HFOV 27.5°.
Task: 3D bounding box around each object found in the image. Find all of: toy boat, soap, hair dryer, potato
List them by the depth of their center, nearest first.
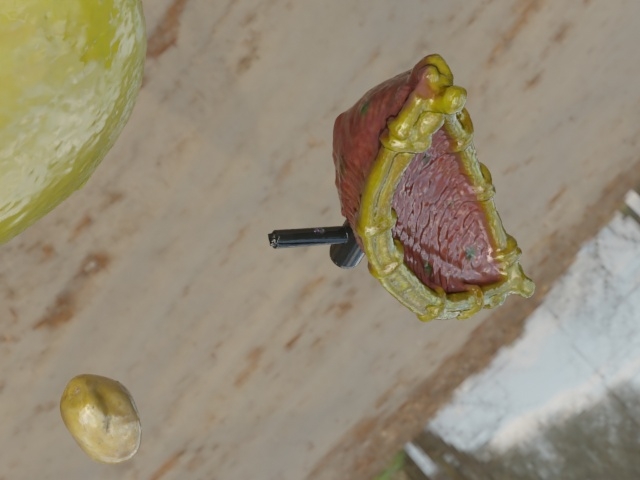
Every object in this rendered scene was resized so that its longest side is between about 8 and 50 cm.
[{"bbox_3d":[-0.284,-0.030,0.695,0.427,0.115,0.306,-25,157,-17],"label":"soap"},{"bbox_3d":[0.075,-0.027,0.862,0.141,0.099,0.318,-66,156,-15],"label":"toy boat"},{"bbox_3d":[0.000,0.000,0.911,0.083,0.026,0.047,-5,143,-32],"label":"hair dryer"},{"bbox_3d":[-0.170,0.135,1.000,0.062,0.068,0.083,-58,147,-5],"label":"potato"}]
